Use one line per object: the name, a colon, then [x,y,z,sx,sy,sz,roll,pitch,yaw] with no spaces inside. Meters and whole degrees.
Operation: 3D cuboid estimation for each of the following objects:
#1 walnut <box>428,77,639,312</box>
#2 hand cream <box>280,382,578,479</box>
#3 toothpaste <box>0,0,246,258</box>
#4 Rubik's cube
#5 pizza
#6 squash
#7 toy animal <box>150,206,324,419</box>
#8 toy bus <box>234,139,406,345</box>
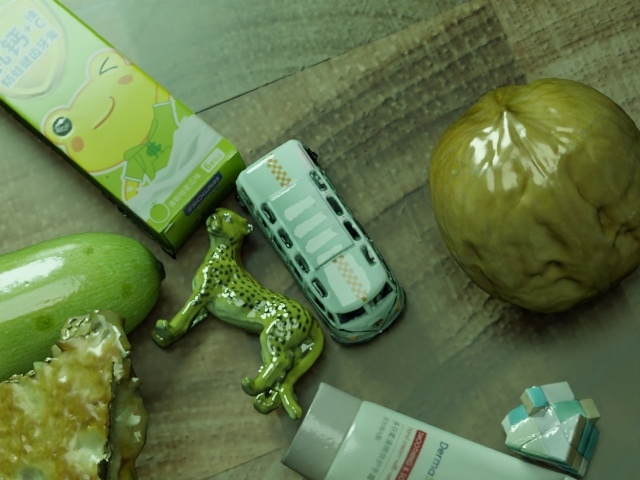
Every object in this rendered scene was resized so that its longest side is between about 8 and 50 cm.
walnut: [0.194,-0.043,1.664,0.195,0.222,0.195,-15,51,19]
hand cream: [0.090,0.219,1.681,0.248,0.083,0.133,25,83,3]
toothpaste: [-0.221,-0.129,1.807,0.327,0.077,0.110,40,83,15]
Rubik's cube: [0.203,0.159,1.679,0.084,0.075,0.073,21,80,13]
pizza: [-0.249,0.250,1.661,0.440,0.130,0.406,36,97,17]
squash: [-0.230,0.056,1.739,0.186,0.123,0.123,-17,73,-4]
toy animal: [-0.058,0.069,1.739,0.181,0.073,0.136,32,73,17]
toy bus: [0.000,0.000,1.740,0.087,0.089,0.194,-33,75,-3]
